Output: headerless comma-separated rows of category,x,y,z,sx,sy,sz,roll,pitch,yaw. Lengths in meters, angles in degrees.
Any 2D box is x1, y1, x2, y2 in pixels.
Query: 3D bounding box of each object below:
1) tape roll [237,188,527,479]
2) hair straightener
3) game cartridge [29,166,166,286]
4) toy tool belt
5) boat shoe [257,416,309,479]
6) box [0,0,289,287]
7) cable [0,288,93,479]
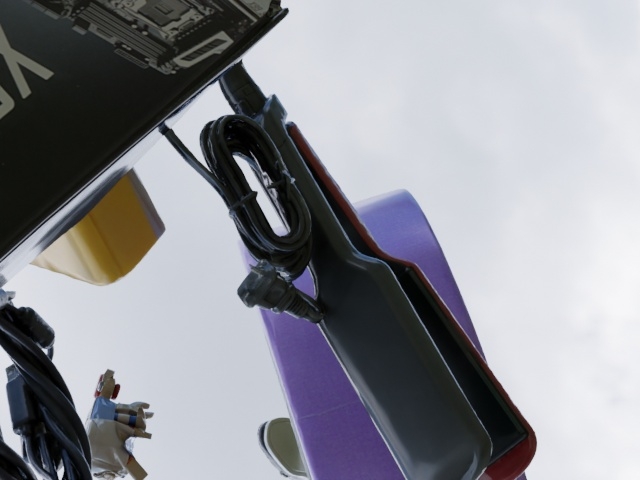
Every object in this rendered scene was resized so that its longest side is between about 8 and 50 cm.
tape roll,0.041,0.117,0.963,0.090,0.275,0.275,-17,-81,-3
hair straightener,0.000,0.000,0.775,0.089,0.047,0.230,-1,-120,-60
game cartridge,-0.242,-0.132,0.939,0.052,0.285,0.323,-50,-47,-26
toy tool belt,-0.142,0.136,1.414,0.051,0.052,0.083,18,-136,-10
boat shoe,-0.027,0.184,1.719,0.125,0.038,0.046,33,-119,-57
box,-0.174,0.030,0.616,0.076,0.242,0.307,48,-117,-4
cable,-0.180,0.085,1.157,0.047,0.184,0.150,-19,-52,5
